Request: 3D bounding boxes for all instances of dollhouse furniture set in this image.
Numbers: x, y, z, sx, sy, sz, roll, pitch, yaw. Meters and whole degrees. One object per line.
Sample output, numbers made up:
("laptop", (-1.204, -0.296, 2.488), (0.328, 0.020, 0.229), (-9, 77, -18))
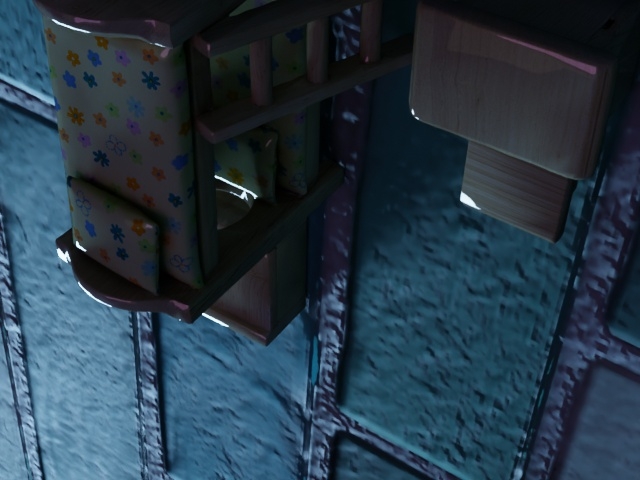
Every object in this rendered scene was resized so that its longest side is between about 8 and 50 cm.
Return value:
("dollhouse furniture set", (0.000, 0.000, 0.377), (0.161, 0.101, 0.182), (24, 136, 25))
